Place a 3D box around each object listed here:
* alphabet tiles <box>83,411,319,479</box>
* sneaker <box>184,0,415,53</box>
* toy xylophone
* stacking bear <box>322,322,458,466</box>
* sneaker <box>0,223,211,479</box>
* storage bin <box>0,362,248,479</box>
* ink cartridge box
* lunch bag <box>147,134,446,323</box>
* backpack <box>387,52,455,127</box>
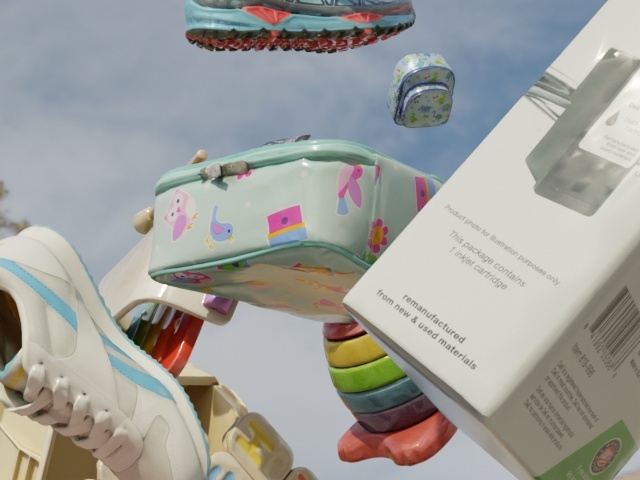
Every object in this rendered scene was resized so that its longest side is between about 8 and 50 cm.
[{"bbox_3d":[-0.092,0.284,1.055,0.278,0.284,0.021,51,-44,-8],"label":"alphabet tiles"},{"bbox_3d":[-0.015,-0.267,1.276,0.262,0.125,0.104,-3,1,-25],"label":"sneaker"},{"bbox_3d":[-0.162,0.044,1.220,0.081,0.236,0.323,31,-27,-16],"label":"toy xylophone"},{"bbox_3d":[0.068,0.134,1.614,0.175,0.164,0.289,-8,-70,48],"label":"stacking bear"},{"bbox_3d":[-0.168,0.100,0.826,0.228,0.092,0.087,50,-53,6],"label":"sneaker"},{"bbox_3d":[-0.240,0.275,1.368,0.262,0.260,0.123,7,11,-44],"label":"storage bin"},{"bbox_3d":[0.130,0.000,0.522,0.087,0.208,0.153,38,-7,36],"label":"ink cartridge box"},{"bbox_3d":[0.000,0.000,1.016,0.224,0.107,0.279,-6,-17,40],"label":"lunch bag"},{"bbox_3d":[0.170,-0.243,1.973,0.105,0.084,0.114,-6,-48,-14],"label":"backpack"}]
